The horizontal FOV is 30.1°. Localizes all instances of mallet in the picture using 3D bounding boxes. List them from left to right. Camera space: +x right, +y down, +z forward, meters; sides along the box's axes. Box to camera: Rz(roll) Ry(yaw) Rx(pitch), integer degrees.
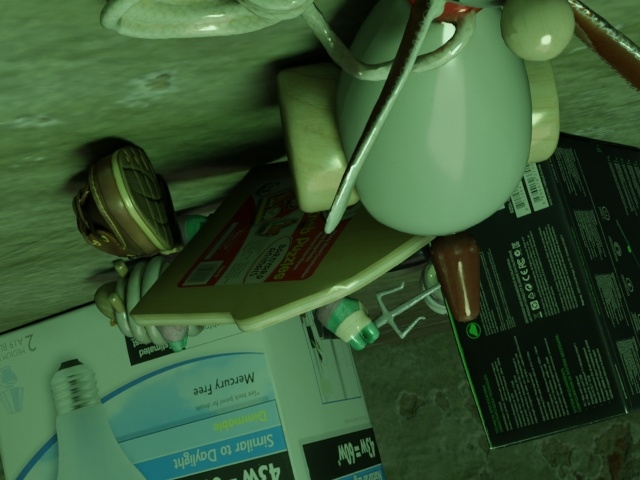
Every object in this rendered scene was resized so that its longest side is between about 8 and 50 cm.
[{"bbox_3d":[0.120,0.011,1.385,0.062,0.039,0.189,-15,175,25],"label":"mallet"}]

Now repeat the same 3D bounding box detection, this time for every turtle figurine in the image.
[{"bbox_3d":[-0.014,0.000,0.897,0.234,0.118,0.175,-16,-149,16],"label":"turtle figurine"}]

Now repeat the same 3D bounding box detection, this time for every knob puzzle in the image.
[{"bbox_3d":[0.000,0.000,0.754,0.213,0.030,0.213,-20,-153,11],"label":"knob puzzle"}]

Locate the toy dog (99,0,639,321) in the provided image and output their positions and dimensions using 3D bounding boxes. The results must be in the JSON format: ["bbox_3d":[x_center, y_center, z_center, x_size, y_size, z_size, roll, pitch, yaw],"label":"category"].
[{"bbox_3d":[0.062,-0.051,0.560,0.220,0.161,0.333,-18,170,15],"label":"toy dog"}]

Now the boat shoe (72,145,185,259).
[{"bbox_3d":[-0.129,-0.015,0.770,0.060,0.064,0.178,-16,173,-2],"label":"boat shoe"}]

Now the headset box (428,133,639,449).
[{"bbox_3d":[0.236,0.041,1.098,0.131,0.246,0.283,-22,169,32],"label":"headset box"}]

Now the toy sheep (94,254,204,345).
[{"bbox_3d":[-0.142,0.054,1.084,0.132,0.091,0.091,2,173,11],"label":"toy sheep"}]

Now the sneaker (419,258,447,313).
[{"bbox_3d":[0.241,0.037,1.502,0.252,0.103,0.111,-18,172,13],"label":"sneaker"}]

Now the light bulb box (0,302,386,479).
[{"bbox_3d":[-0.139,0.237,1.301,0.358,0.361,0.225,-19,170,23],"label":"light bulb box"}]
